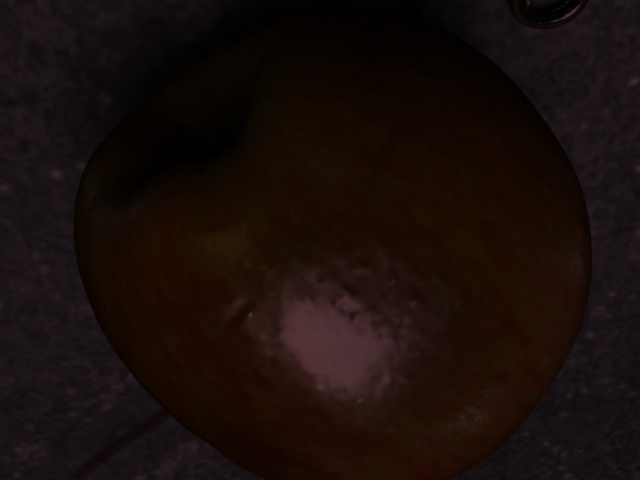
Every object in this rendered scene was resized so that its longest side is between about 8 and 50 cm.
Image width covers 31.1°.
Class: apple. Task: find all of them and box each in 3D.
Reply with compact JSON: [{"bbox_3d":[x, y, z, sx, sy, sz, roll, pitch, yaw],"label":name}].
[{"bbox_3d":[0.000,0.000,0.616,0.264,0.264,0.264,-6,131,-7],"label":"apple"}]

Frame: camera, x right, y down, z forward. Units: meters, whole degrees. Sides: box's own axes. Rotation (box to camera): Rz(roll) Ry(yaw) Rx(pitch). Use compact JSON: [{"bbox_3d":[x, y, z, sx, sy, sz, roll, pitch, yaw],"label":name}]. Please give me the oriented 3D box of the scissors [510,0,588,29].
[{"bbox_3d":[0.208,-0.189,0.651,0.220,0.017,0.088,-19,128,5],"label":"scissors"}]
